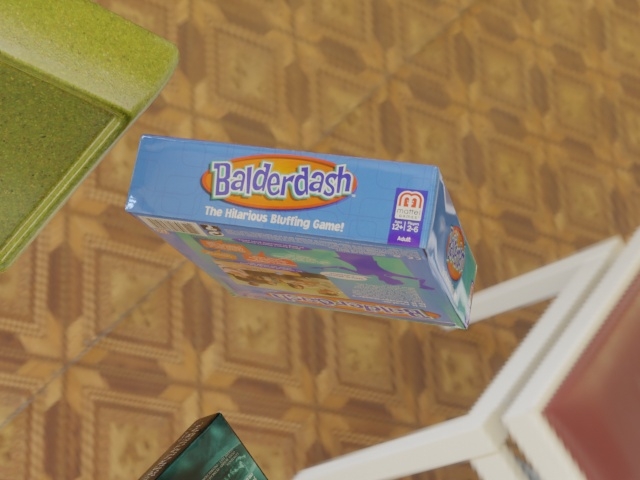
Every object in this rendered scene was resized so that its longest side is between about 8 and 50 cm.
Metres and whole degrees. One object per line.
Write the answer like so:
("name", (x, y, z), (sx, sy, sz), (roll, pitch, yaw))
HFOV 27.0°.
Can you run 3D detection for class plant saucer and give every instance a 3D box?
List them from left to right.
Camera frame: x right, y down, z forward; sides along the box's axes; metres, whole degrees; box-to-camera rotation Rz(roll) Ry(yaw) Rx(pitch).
("plant saucer", (-0.193, -0.058, 0.712), (0.188, 0.188, 0.045), (23, 30, -42))

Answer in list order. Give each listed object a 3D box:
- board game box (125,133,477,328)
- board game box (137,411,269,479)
("board game box", (0.000, 0.000, 0.765), (0.210, 0.160, 0.047), (53, 45, -71))
("board game box", (-0.079, 0.198, 0.719), (0.126, 0.026, 0.186), (57, 46, -10))
